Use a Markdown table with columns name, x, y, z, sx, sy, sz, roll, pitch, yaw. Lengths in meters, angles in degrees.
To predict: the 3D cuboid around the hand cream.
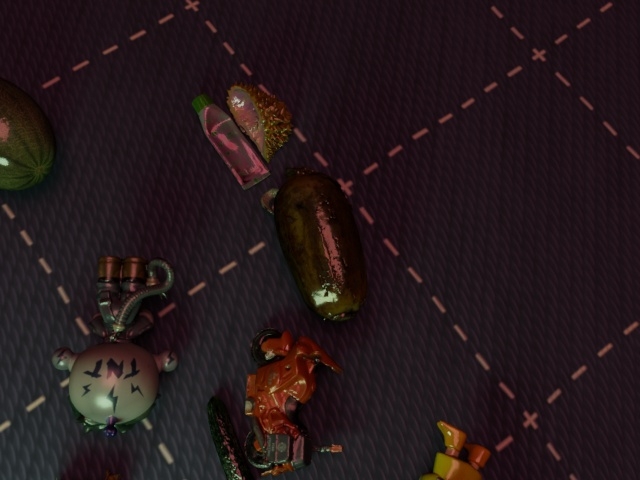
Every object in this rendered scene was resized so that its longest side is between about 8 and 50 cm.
| name | x | y | z | sx | sy | sz | roll | pitch | yaw |
| --- | --- | --- | --- | --- | --- | --- | --- | --- | --- |
| hand cream | -0.234 | -0.257 | 1.804 | 0.079 | 0.050 | 0.275 | -37 | 81 | 11 |

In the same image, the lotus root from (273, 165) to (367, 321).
| name | x | y | z | sx | sy | sz | roll | pitch | yaw |
| --- | --- | --- | --- | --- | --- | --- | --- | --- | --- |
| lotus root | 0.000 | 0.000 | 1.643 | 0.179 | 0.196 | 0.398 | -21 | 76 | 18 |

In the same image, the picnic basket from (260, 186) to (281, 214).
| name | x | y | z | sx | sy | sz | roll | pitch | yaw |
| --- | --- | --- | --- | --- | --- | --- | --- | --- | --- |
| picnic basket | -0.111 | -0.092 | 1.727 | 0.083 | 0.083 | 0.065 | 43 | 78 | 14 |

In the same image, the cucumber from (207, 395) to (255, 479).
| name | x | y | z | sx | sy | sz | roll | pitch | yaw |
| --- | --- | --- | --- | --- | --- | --- | --- | --- | --- |
| cucumber | -0.204 | 0.442 | 1.544 | 0.058 | 0.052 | 0.215 | -9 | 67 | -38 |

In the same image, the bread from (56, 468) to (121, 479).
| name | x | y | z | sx | sy | sz | roll | pitch | yaw |
| --- | --- | --- | --- | --- | --- | --- | --- | --- | --- |
| bread | -0.493 | 0.564 | 1.459 | 0.147 | 0.127 | 0.152 | 1 | 87 | -3 |

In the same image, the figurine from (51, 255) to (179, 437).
| name | x | y | z | sx | sy | sz | roll | pitch | yaw |
| --- | --- | --- | --- | --- | --- | --- | --- | --- | --- |
| figurine | -0.447 | 0.232 | 1.538 | 0.261 | 0.186 | 0.382 | -1 | 74 | 2 |

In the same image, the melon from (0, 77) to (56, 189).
| name | x | y | z | sx | sy | sz | roll | pitch | yaw |
| --- | --- | --- | --- | --- | --- | --- | --- | --- | --- |
| melon | -0.764 | -0.255 | 1.660 | 0.301 | 0.237 | 0.237 | 41 | 73 | 9 |

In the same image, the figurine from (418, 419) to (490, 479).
| name | x | y | z | sx | sy | sz | roll | pitch | yaw |
| --- | --- | --- | --- | --- | --- | --- | --- | --- | --- |
| figurine | 0.243 | 0.564 | 1.470 | 0.215 | 0.187 | 0.344 | 31 | 64 | -6 |

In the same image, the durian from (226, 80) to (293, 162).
| name | x | y | z | sx | sy | sz | roll | pitch | yaw |
| --- | --- | --- | --- | --- | --- | --- | --- | --- | --- |
| durian | -0.155 | -0.316 | 1.796 | 0.132 | 0.165 | 0.182 | -34 | 48 | 17 |

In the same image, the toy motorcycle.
| name | x | y | z | sx | sy | sz | roll | pitch | yaw |
| --- | --- | --- | --- | --- | --- | --- | --- | --- | --- |
| toy motorcycle | -0.059 | 0.348 | 1.549 | 0.221 | 0.148 | 0.326 | -6 | 67 | 17 |
